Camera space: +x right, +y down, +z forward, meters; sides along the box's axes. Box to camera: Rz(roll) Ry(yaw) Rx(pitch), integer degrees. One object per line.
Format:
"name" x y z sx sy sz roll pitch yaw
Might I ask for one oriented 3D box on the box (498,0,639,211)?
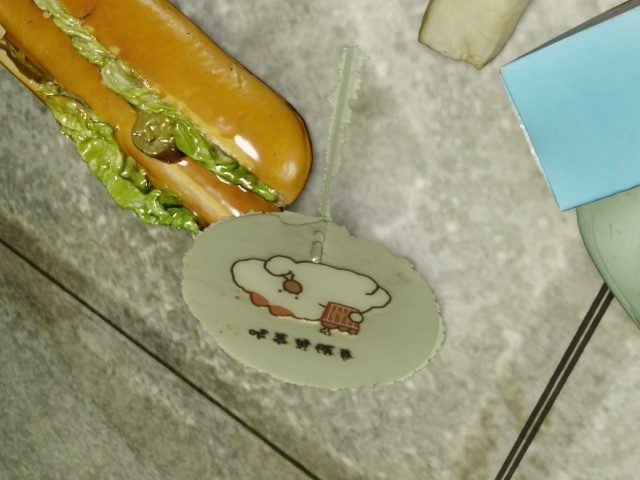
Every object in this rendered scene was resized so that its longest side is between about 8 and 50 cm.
"box" 0.218 -0.101 0.522 0.232 0.142 0.083 -22 96 40

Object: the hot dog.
"hot dog" -0.138 -0.111 0.803 0.337 0.100 0.135 42 128 13

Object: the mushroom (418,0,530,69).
"mushroom" 0.115 -0.168 0.630 0.059 0.054 0.202 47 134 7

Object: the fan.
"fan" 0.000 -0.001 0.738 0.190 0.009 0.329 14 138 6

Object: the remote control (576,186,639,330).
"remote control" 0.237 0.055 0.644 0.256 0.045 0.097 51 132 3
